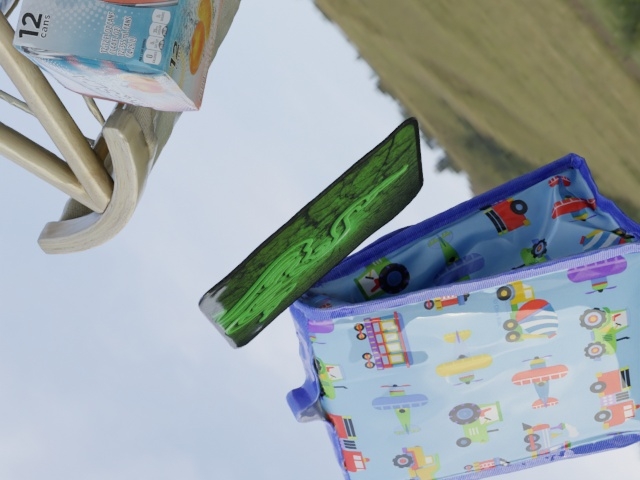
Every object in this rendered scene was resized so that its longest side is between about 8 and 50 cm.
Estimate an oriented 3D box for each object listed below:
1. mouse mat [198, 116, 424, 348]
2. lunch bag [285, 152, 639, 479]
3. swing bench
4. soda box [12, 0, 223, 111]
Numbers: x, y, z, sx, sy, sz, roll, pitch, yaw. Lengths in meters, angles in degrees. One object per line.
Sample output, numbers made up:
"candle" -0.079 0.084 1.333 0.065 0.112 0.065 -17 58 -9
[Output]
"mouse mat" 0.000 0.000 0.894 0.007 0.190 0.152 48 174 17
"lunch bag" 0.116 0.095 1.053 0.138 0.293 0.221 -117 10 -52
"swing bench" -0.161 -0.172 0.852 0.255 0.165 0.253 45 -132 -30
"soda box" -0.060 -0.144 0.482 0.058 0.183 0.063 10 173 8
